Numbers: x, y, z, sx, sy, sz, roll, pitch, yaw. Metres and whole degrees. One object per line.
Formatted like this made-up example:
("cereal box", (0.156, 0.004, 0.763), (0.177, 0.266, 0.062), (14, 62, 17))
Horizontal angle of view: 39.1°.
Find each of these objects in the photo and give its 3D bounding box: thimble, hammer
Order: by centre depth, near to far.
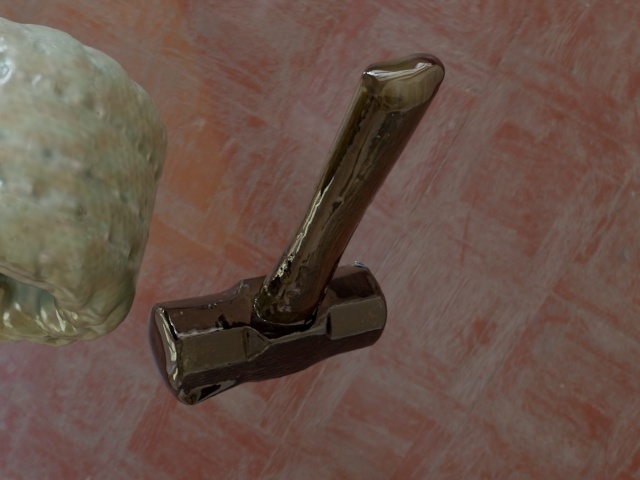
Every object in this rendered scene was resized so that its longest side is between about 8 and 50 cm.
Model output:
("thimble", (-0.277, -0.038, 0.720), (0.291, 0.291, 0.195), (1, 68, 16))
("hammer", (0.000, 0.000, 0.804), (0.095, 0.242, 0.409), (63, 146, 26))
